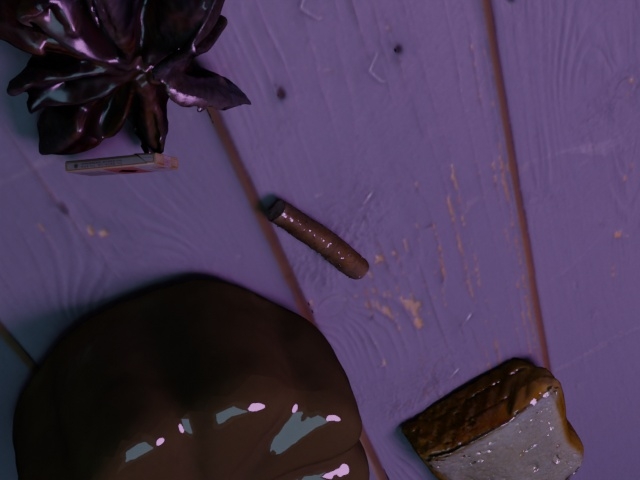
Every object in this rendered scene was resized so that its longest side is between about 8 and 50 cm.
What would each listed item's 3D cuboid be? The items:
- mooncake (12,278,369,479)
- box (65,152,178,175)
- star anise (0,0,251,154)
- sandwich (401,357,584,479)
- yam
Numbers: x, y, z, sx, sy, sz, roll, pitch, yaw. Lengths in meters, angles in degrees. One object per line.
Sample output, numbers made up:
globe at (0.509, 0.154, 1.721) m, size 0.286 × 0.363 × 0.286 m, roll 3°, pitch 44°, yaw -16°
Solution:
mooncake at (-0.131, 0.239, 0.909) m, size 0.378 × 0.201 × 0.378 m, roll -13°, pitch 131°, yaw -16°
box at (-0.169, -0.065, 0.718) m, size 0.083 × 0.012 × 0.046 m, roll -4°, pitch 178°, yaw 15°
star anise at (-0.148, -0.153, 0.647) m, size 0.212 × 0.129 × 0.283 m, roll -22°, pitch 150°, yaw -6°
sandwich at (0.261, 0.300, 1.217) m, size 0.226 × 0.087 × 0.251 m, roll -32°, pitch 132°, yaw 0°
yam at (0.000, 0.000, 0.897) m, size 0.032 × 0.032 × 0.145 m, roll -44°, pitch 132°, yaw 12°
